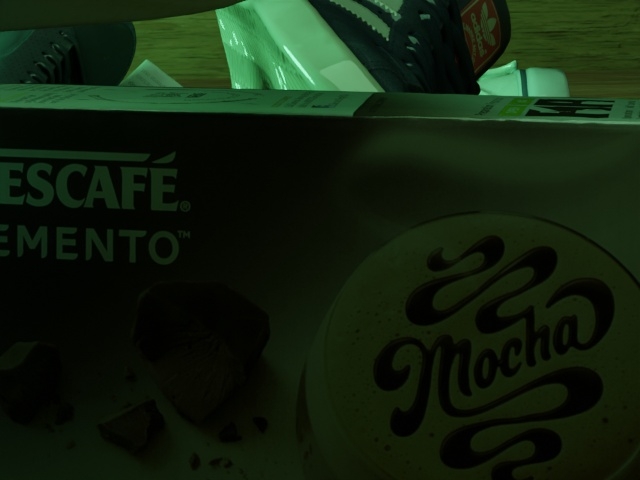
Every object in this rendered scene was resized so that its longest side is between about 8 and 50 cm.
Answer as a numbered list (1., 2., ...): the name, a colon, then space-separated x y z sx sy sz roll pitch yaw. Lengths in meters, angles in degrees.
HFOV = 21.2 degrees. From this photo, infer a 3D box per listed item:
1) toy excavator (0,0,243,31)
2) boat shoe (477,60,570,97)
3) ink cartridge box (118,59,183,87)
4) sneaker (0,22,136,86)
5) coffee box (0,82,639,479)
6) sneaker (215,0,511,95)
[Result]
1. toy excavator: -0.145 -0.072 0.505 0.445 0.222 0.433 0 50 -14
2. boat shoe: 0.110 -0.084 1.436 0.156 0.136 0.367 0 6 -4
3. ink cartridge box: -0.108 -0.020 0.933 0.135 0.056 0.099 -44 48 -9
4. sneaker: -0.127 -0.055 0.840 0.163 0.086 0.226 9 35 35
5. coffee box: 0.004 0.029 0.635 0.297 0.168 0.119 3 10 11
6. sneaker: 0.041 -0.091 0.882 0.148 0.131 0.350 -15 27 -7
